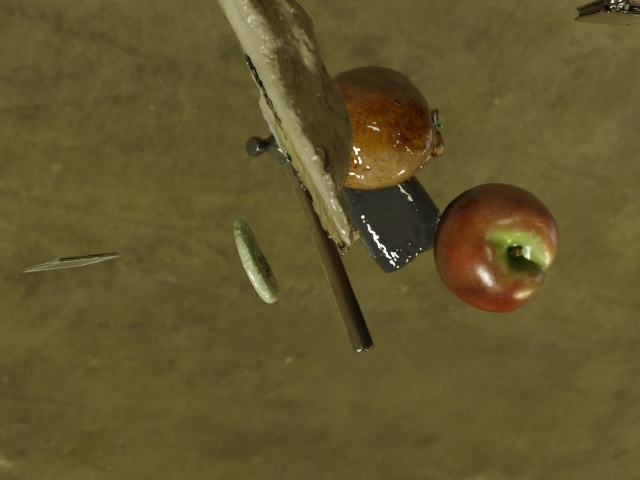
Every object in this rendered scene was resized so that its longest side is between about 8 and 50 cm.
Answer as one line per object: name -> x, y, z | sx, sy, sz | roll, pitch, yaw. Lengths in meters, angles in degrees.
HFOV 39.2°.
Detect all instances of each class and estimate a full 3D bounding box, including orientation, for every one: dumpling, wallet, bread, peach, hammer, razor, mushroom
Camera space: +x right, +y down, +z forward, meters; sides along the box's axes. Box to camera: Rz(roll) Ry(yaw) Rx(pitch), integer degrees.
dumpling -> -0.020, -0.144, 0.936 | 0.086, 0.332, 0.166 | -22, 179, 0
wallet -> 0.524, -0.403, 1.591 | 0.110, 0.198, 0.031 | 5, 99, 0
bread -> -0.127, 0.052, 1.832 | 0.036, 0.112, 0.193 | -22, 110, 8
peach -> 0.333, 0.011, 1.746 | 0.252, 0.252, 0.252 | -9, 138, -8
hammer -> 0.000, 0.000, 1.659 | 0.168, 0.440, 0.044 | -9, 164, -41
razor -> 0.132, -0.098, 2.024 | 0.189, 0.327, 0.107 | -35, 180, 9
mushroom -> 0.108, -0.215, 1.682 | 0.283, 0.263, 0.195 | 4, 130, -35

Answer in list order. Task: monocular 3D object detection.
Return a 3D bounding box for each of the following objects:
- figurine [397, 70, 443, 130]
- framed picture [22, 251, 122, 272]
figurine -> 0.179, -0.269, 2.175 | 0.222, 0.124, 0.324 | -21, 136, 8
framed picture -> -0.527, 0.046, 1.902 | 0.142, 0.011, 0.183 | -6, 176, -41
